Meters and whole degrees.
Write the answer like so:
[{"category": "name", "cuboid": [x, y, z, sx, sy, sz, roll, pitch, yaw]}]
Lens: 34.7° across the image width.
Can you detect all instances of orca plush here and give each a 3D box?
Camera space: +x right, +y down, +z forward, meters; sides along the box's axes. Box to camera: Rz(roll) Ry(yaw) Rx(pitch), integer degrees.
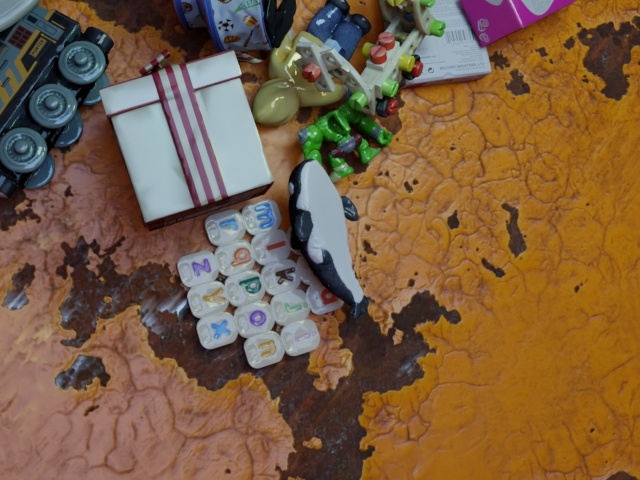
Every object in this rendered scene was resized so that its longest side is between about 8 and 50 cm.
[{"category": "orca plush", "cuboid": [0.000, 0.000, 1.819, 0.151, 0.102, 0.287, -47, 115, -39]}]

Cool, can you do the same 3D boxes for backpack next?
[{"category": "backpack", "cuboid": [-0.155, -0.455, 1.762, 0.213, 0.276, 0.263, -14, 78, 8]}]

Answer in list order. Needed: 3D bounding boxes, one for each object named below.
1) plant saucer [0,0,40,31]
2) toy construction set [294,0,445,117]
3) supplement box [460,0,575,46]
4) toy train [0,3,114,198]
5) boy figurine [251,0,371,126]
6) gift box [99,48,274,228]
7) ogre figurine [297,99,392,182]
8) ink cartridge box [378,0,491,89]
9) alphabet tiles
[{"category": "plant saucer", "cuboid": [-0.624, -0.511, 1.656, 0.400, 0.100, 0.401, 1, 73, -4]}, {"category": "toy construction set", "cuboid": [0.104, -0.349, 1.799, 0.151, 0.215, 0.327, 36, 66, 28]}, {"category": "supplement box", "cuboid": [0.389, -0.471, 1.973, 0.220, 0.114, 0.111, -31, 97, -39]}, {"category": "toy train", "cuboid": [-0.486, -0.235, 1.698, 0.190, 0.142, 0.334, 30, 76, 1]}, {"category": "boy figurine", "cuboid": [-0.020, -0.311, 1.870, 0.177, 0.092, 0.285, 38, 74, -9]}, {"category": "gift box", "cuboid": [-0.208, -0.179, 1.712, 0.276, 0.255, 0.258, -19, 90, -13]}, {"category": "ogre figurine", "cuboid": [0.038, -0.182, 1.868, 0.197, 0.097, 0.118, -31, 104, -8]}, {"category": "ink cartridge box", "cuboid": [0.208, -0.455, 1.976, 0.185, 0.065, 0.311, -9, 87, -18]}, {"category": "alphabet tiles", "cuboid": [-0.105, 0.076, 1.825, 0.278, 0.021, 0.284, -17, 88, -18]}]
